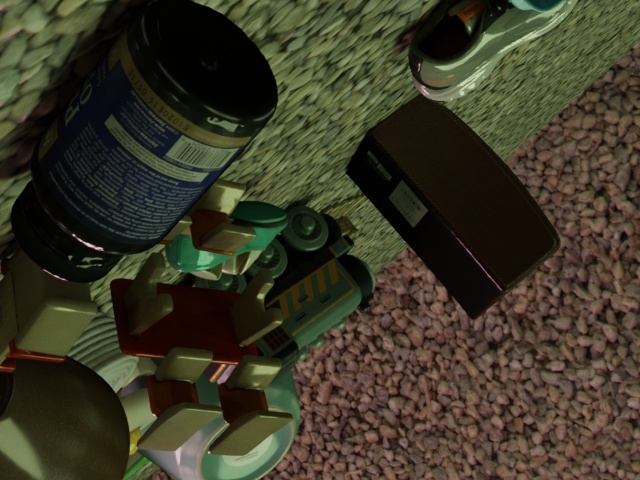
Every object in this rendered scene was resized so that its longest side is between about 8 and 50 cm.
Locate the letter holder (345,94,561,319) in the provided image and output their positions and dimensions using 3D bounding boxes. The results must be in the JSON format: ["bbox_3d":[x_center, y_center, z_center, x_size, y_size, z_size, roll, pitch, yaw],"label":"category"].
[{"bbox_3d":[0.226,-0.075,2.064,0.214,0.302,0.152,-37,172,-22],"label":"letter holder"}]

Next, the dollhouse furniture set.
[{"bbox_3d":[-0.173,0.072,1.303,0.259,0.262,0.135,10,143,-34],"label":"dollhouse furniture set"}]

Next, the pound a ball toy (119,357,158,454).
[{"bbox_3d":[-0.288,0.231,1.989,0.208,0.136,0.319,-41,173,10],"label":"pound a ball toy"}]

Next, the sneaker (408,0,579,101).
[{"bbox_3d":[0.213,-0.276,1.634,0.271,0.100,0.108,-44,157,3],"label":"sneaker"}]

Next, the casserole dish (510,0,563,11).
[{"bbox_3d":[0.273,-0.343,1.554,0.188,0.037,0.114,-48,135,11],"label":"casserole dish"}]

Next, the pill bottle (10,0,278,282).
[{"bbox_3d":[-0.139,-0.067,1.034,0.219,0.123,0.123,-44,171,33],"label":"pill bottle"}]

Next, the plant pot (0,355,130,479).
[{"bbox_3d":[-0.324,0.184,1.392,0.215,0.215,0.230,-39,158,-9],"label":"plant pot"}]

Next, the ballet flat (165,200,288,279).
[{"bbox_3d":[-0.117,0.001,1.649,0.247,0.083,0.087,-10,116,-67],"label":"ballet flat"}]

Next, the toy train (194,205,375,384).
[{"bbox_3d":[-0.066,0.088,2.023,0.334,0.190,0.142,-34,171,-37],"label":"toy train"}]

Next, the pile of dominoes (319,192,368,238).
[{"bbox_3d":[0.000,0.000,2.406,0.196,0.040,0.251,-43,172,23],"label":"pile of dominoes"}]

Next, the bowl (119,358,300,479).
[{"bbox_3d":[-0.156,0.285,2.241,0.311,0.163,0.312,-20,134,-22],"label":"bowl"}]

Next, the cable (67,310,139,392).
[{"bbox_3d":[-0.340,0.194,1.694,0.257,0.089,0.257,-38,172,-16],"label":"cable"}]

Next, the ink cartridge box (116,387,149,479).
[{"bbox_3d":[-0.273,0.300,2.503,0.211,0.121,0.289,-45,171,30],"label":"ink cartridge box"}]
